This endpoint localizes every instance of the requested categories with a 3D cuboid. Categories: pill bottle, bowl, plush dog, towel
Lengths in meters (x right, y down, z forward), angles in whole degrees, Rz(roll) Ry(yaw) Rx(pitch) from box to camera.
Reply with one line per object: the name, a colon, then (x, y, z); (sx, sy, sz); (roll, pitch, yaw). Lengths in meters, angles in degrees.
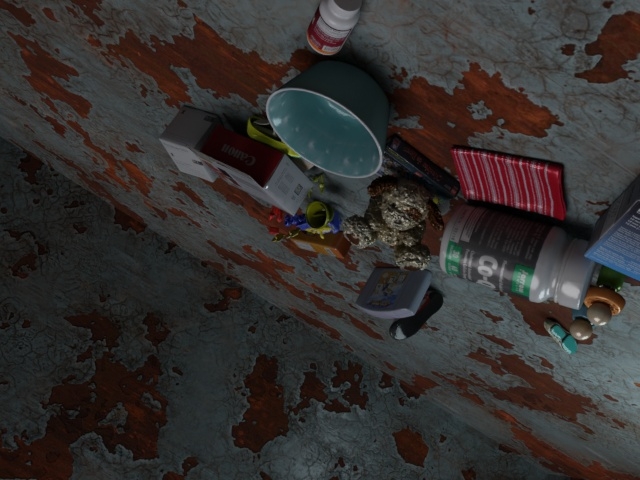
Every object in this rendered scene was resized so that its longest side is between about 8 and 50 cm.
pill bottle: (0.030, -0.457, 1.297); (0.086, 0.086, 0.152); (33, 158, -7)
bowl: (0.042, -0.309, 1.509); (0.311, 0.163, 0.311); (26, 159, 11)
pill bottle: (0.511, 0.040, 1.629); (0.361, 0.204, 0.204); (18, 156, 28)
plush dog: (0.221, -0.073, 1.711); (0.262, 0.211, 0.225); (27, 142, 1)
towel: (0.459, -0.140, 1.532); (0.274, 0.031, 0.199); (17, 155, 32)

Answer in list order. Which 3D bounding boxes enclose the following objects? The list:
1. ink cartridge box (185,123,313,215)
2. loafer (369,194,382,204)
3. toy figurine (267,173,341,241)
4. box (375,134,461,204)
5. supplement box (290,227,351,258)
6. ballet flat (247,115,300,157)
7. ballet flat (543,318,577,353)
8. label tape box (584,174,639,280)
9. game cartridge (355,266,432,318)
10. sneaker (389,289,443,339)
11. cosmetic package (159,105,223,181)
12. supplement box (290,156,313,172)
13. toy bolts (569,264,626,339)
ink cartridge box: (-0.219, -0.234, 1.948); (0.309, 0.130, 0.272); (27, 172, 32)
loafer: (0.190, -0.077, 1.958); (0.080, 0.078, 0.220); (20, 157, 23)
toy figurine: (-0.002, -0.096, 2.165); (0.217, 0.191, 0.362); (7, 166, -34)
box: (0.244, -0.179, 1.703); (0.233, 0.044, 0.159); (35, 159, -12)
supplement box: (0.000, 0.000, 2.389); (0.233, 0.078, 0.080); (14, 157, 37)
ballet flat: (-0.122, -0.311, 1.859); (0.231, 0.077, 0.077); (24, 142, 21)
ballet flat: (0.804, 0.317, 2.105); (0.168, 0.057, 0.052); (46, -178, -27)
label tape box: (0.747, -0.023, 1.309); (0.249, 0.115, 0.348); (26, 156, 10)
game cartridge: (0.259, 0.193, 2.315); (0.062, 0.198, 0.297); (47, 153, -26)
sneaker: (0.319, 0.269, 2.335); (0.145, 0.270, 0.090); (13, 131, 53)
cosmetic package: (-0.406, -0.320, 2.089); (0.151, 0.151, 0.184); (19, 156, 24)
supplement box: (-0.052, -0.250, 1.943); (0.062, 0.036, 0.098); (35, 158, -14)
toy bolts: (0.708, 0.166, 1.715); (0.218, 0.158, 0.228); (19, 156, 28)
